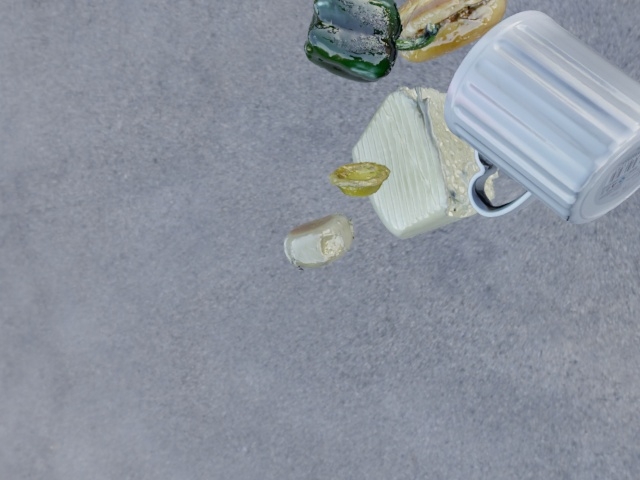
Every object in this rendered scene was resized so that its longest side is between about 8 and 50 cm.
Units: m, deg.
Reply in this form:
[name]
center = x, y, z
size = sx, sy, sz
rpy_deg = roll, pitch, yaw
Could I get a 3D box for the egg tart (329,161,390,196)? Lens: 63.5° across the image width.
[egg tart]
center = 0.066, -0.100, 0.866
size = 0.105, 0.105, 0.039
rpy_deg = 8, 123, 27

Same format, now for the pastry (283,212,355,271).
[pastry]
center = 0.000, 0.000, 1.143
size = 0.165, 0.166, 0.088
rpy_deg = -13, 107, 30

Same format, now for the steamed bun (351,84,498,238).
[steamed bun]
center = 0.240, -0.157, 1.081
size = 0.273, 0.272, 0.291
rpy_deg = -37, 62, 51

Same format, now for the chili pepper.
[chili pepper]
center = 0.101, -0.399, 1.030
size = 0.260, 0.174, 0.165
rpy_deg = 11, 77, -11

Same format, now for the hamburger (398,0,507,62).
[hamburger]
center = 0.342, -0.623, 1.394
size = 0.304, 0.284, 0.174
rpy_deg = -17, 126, 25

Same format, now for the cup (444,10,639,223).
[cup]
center = 0.271, -0.120, 0.608
size = 0.166, 0.221, 0.202
rpy_deg = -30, 56, -9
